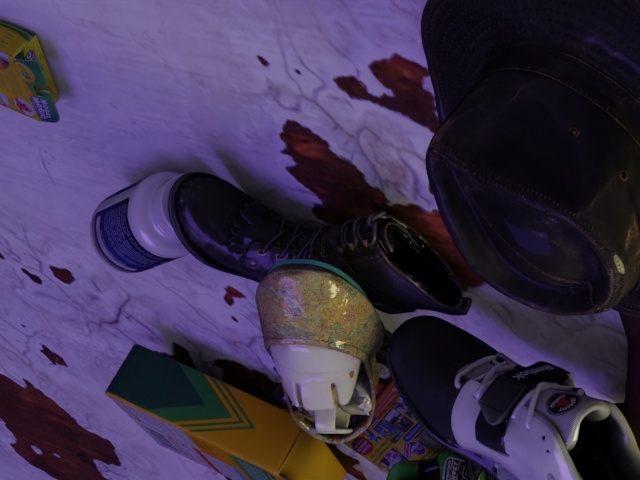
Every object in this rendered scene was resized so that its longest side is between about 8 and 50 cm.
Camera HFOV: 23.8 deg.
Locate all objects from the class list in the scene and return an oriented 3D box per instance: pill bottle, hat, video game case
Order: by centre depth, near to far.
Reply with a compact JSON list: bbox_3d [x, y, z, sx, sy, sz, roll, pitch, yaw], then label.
[{"bbox_3d":[0.165,-0.039,1.135,0.331,0.134,0.331,36,149,25],"label":"hat"},{"bbox_3d":[-0.176,-0.022,1.641,0.094,0.094,0.169,44,152,-16],"label":"pill bottle"},{"bbox_3d":[0.081,0.194,1.761,0.248,0.035,0.275,34,152,3],"label":"video game case"}]

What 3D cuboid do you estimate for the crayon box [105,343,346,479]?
[{"bbox_3d":[-0.099,0.261,1.979,0.323,0.083,0.203,22,161,25],"label":"crayon box"}]

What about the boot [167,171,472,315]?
[{"bbox_3d":[0.000,0.000,1.498,0.263,0.091,0.229,35,154,-23],"label":"boot"}]

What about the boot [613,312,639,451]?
[{"bbox_3d":[0.304,0.118,1.370,0.248,0.090,0.207,2,124,54],"label":"boot"}]

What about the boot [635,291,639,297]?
[{"bbox_3d":[0.308,0.023,1.195,0.190,0.069,0.086,11,139,40],"label":"boot"}]

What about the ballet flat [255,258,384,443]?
[{"bbox_3d":[0.004,0.126,1.505,0.123,0.123,0.348,27,164,15],"label":"ballet flat"}]

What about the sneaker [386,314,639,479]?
[{"bbox_3d":[0.201,0.161,1.391,0.330,0.122,0.146,42,144,22],"label":"sneaker"}]

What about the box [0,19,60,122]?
[{"bbox_3d":[-0.352,-0.194,1.625,0.179,0.043,0.105,25,151,23],"label":"box"}]

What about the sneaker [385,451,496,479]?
[{"bbox_3d":[0.201,0.284,1.606,0.146,0.134,0.343,34,147,-31],"label":"sneaker"}]
